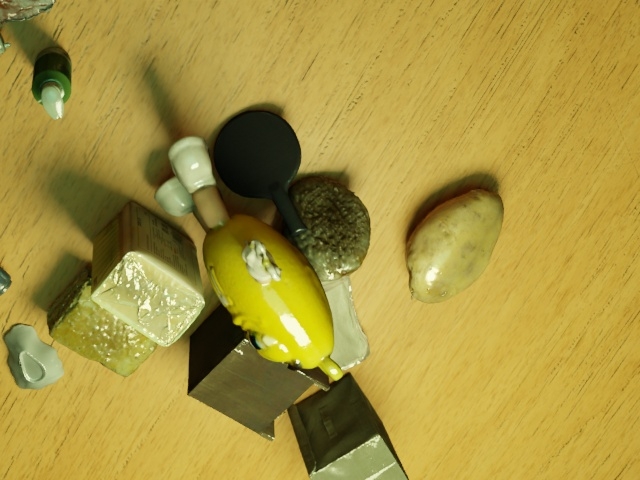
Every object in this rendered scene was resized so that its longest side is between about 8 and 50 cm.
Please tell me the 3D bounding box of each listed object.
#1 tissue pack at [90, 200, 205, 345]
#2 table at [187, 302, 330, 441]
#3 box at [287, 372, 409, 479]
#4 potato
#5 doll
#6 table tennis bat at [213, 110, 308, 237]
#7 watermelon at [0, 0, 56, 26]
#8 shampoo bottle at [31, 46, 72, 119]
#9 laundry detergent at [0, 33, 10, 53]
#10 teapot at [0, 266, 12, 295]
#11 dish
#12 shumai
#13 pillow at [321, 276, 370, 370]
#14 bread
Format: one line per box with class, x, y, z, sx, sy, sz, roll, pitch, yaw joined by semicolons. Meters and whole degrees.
tissue pack;-0.292;0.052;1.811;0.159;0.234;0.125;38;102;-23
table;-0.113;0.217;1.945;0.193;0.172;0.169;33;117;-24
box;0.050;0.388;2.029;0.149;0.231;0.155;-31;114;1
potato;0.238;0.006;1.979;0.161;0.128;0.235;14;104;-34
doll;-0.123;0.020;1.755;0.161;0.423;0.348;-35;145;-10
table tennis bat;-0.090;-0.113;1.837;0.150;0.027;0.236;-29;81;2
watermelon;-0.483;-0.388;1.675;0.139;0.071;0.187;22;88;-31
shampoo bottle;-0.416;-0.247;1.674;0.065;0.204;0.065;-5;114;-11
laundry detergent;-0.593;-0.294;1.695;0.206;0.061;0.097;-15;111;-7
teapot;-0.578;0.057;1.858;0.083;0.063;0.049;47;65;-22
dish;-0.521;0.217;1.935;0.091;0.039;0.137;-20;116;-3
shumai;0.000;0.000;1.910;0.161;0.210;0.153;-14;148;-22
pillow;0.013;0.152;2.028;0.130;0.038;0.233;-20;115;-5
bread;-0.374;0.151;1.907;0.138;0.102;0.196;-45;116;10
